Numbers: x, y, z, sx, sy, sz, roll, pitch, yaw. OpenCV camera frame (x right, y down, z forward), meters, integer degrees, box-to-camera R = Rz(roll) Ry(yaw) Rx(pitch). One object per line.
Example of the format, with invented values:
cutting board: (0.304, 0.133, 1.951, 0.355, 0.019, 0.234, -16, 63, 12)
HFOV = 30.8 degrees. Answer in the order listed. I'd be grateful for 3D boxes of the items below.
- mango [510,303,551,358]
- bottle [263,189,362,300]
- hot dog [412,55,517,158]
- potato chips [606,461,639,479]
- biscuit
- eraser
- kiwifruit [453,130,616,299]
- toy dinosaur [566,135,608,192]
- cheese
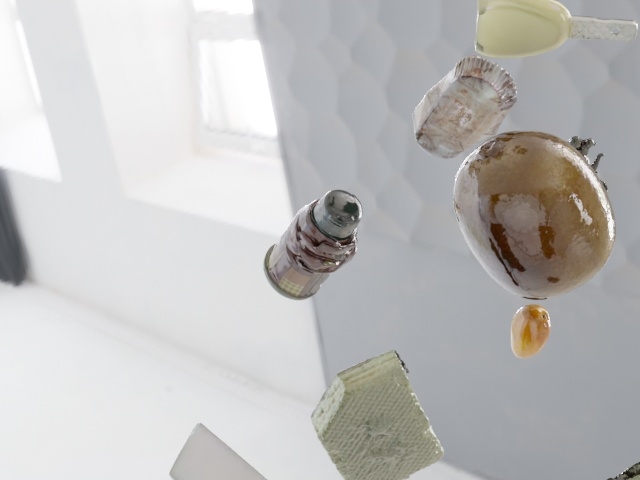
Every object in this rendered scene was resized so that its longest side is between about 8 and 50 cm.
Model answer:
mango: (0.299, 0.132, 1.668, 0.046, 0.089, 0.060, -12, -136, -36)
bottle: (0.000, 0.000, 2.273, 0.143, 0.271, 0.156, 30, -132, -8)
hot dog: (0.258, -0.235, 2.093, 0.268, 0.144, 0.075, -46, -162, 56)
potato chips: (0.369, 0.315, 1.159, 0.202, 0.219, 0.029, 17, -146, 28)
biscuit: (0.075, 0.259, 1.604, 0.150, 0.252, 0.052, -24, -135, 1)
eraser: (-0.041, 0.411, 1.403, 0.082, 0.396, 0.213, -39, -143, -18)
kiwifruit: (0.279, -0.039, 1.544, 0.196, 0.234, 0.196, -35, -159, 16)
toy dinosaur: (0.420, -0.111, 2.092, 0.179, 0.187, 0.087, -10, -151, -4)
cheese: (0.366, -0.336, 1.818, 0.252, 0.127, 0.054, 6, -132, 10)
